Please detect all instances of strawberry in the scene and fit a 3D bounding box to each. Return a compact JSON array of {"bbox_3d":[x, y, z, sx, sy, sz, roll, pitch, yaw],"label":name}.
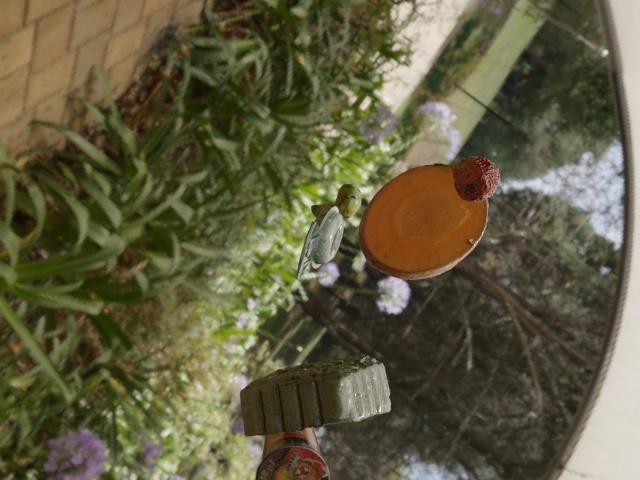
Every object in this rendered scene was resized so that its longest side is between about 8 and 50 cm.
[{"bbox_3d":[0.267,-0.104,1.413,0.083,0.083,0.096,-54,-165,19],"label":"strawberry"}]

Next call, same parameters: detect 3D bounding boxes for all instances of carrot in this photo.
[{"bbox_3d":[0.228,-0.042,1.859,0.307,0.258,0.100,-34,158,-17],"label":"carrot"}]

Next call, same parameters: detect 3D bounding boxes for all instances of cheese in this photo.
[{"bbox_3d":[0.000,0.000,0.834,0.120,0.026,0.067,-31,137,-70],"label":"cheese"}]

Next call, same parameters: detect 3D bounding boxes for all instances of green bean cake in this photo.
[{"bbox_3d":[-0.007,0.232,1.232,0.183,0.094,0.185,-12,176,26],"label":"green bean cake"}]

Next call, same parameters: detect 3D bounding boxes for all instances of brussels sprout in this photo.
[{"bbox_3d":[0.027,-0.055,1.316,0.083,0.046,0.051,-32,-136,17],"label":"brussels sprout"}]

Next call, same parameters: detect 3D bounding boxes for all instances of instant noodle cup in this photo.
[{"bbox_3d":[-0.050,0.369,1.436,0.127,0.127,0.136,-54,-164,16],"label":"instant noodle cup"}]
